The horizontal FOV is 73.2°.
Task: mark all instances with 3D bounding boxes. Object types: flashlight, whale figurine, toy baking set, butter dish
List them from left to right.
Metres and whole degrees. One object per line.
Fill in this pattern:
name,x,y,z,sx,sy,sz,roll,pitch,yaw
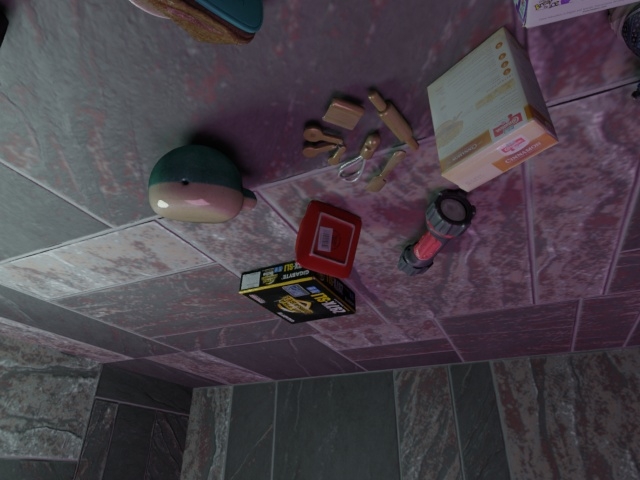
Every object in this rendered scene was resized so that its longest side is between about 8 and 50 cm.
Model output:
whale figurine,-0.236,-0.105,0.877,0.216,0.141,0.272,1,175,0
butter dish,0.000,0.000,1.040,0.159,0.160,0.118,19,169,-30
toy baking set,0.081,-0.181,0.815,0.196,0.030,0.256,-21,144,37
flashlight,0.266,-0.002,1.055,0.103,0.103,0.304,28,150,4

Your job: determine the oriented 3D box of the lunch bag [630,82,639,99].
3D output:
lunch bag,0.593,-0.225,0.560,0.303,0.115,0.243,-17,-170,30

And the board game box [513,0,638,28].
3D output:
board game box,0.249,-0.364,0.370,0.144,0.142,0.275,-8,150,14

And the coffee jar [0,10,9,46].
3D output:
coffee jar,-0.514,-0.304,0.548,0.096,0.079,0.184,-26,140,35

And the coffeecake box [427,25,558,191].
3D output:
coffeecake box,0.242,-0.189,0.633,0.068,0.186,0.142,22,144,-32

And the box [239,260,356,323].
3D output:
box,-0.062,0.172,1.386,0.257,0.079,0.322,-15,147,21

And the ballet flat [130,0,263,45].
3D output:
ballet flat,-0.208,-0.314,0.462,0.124,0.116,0.342,0,175,31

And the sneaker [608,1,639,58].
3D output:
sneaker,0.485,-0.314,0.476,0.110,0.122,0.283,13,148,-21
